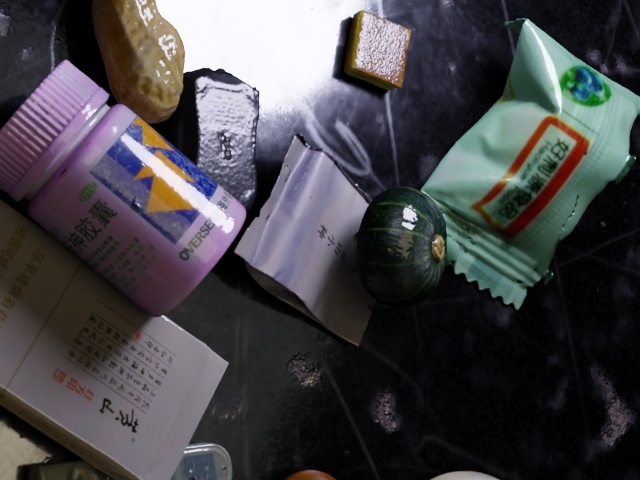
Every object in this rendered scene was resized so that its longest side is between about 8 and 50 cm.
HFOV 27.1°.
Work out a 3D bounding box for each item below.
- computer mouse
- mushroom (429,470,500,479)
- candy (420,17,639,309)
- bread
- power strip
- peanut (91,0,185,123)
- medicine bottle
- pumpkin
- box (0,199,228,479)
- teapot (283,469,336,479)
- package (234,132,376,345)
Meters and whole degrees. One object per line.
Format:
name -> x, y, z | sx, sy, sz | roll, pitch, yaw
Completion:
computer mouse -> -0.139, -0.122, 1.748 | 0.122, 0.073, 0.217 | 10, 76, -37
mushroom -> 0.192, 0.497, 1.726 | 0.325, 0.353, 0.353 | 40, 63, -3
candy -> 0.308, -0.113, 1.997 | 0.263, 0.172, 0.398 | 33, 86, -15
bread -> 0.082, -0.277, 1.931 | 0.090, 0.035, 0.094 | 17, 74, -28
power strip -> -0.232, 0.302, 1.646 | 0.286, 0.048, 0.080 | -3, 85, -33
peanut -> -0.233, -0.260, 1.699 | 0.108, 0.095, 0.226 | -17, 90, -19
medicine bottle -> -0.249, -0.061, 1.593 | 0.291, 0.178, 0.178 | 41, 64, -11
pumpkin -> 0.110, 0.009, 1.818 | 0.167, 0.125, 0.167 | 12, 75, -53
box -> -0.299, 0.131, 1.597 | 0.365, 0.051, 0.204 | 37, 55, -17
teapot -> -0.009, 0.357, 1.737 | 0.173, 0.116, 0.116 | 6, 80, -30
package -> 0.000, 0.000, 1.833 | 0.251, 0.062, 0.204 | 41, 63, -34
